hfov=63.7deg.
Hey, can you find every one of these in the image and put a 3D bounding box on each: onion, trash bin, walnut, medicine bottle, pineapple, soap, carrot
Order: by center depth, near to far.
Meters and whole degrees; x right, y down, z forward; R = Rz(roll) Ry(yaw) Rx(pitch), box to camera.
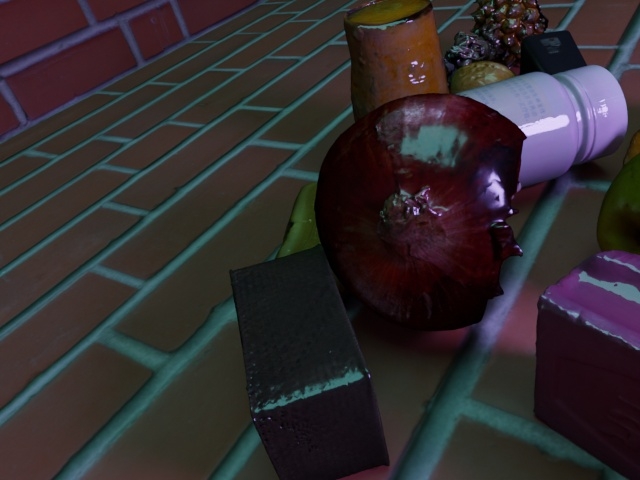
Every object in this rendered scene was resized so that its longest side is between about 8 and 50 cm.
[{"bbox_3d":[0.397,0.172,0.496,0.128,0.233,0.359,-36,41,-23],"label":"soap"},{"bbox_3d":[0.144,-0.052,0.771,0.341,0.341,0.341,-9,37,7],"label":"onion"},{"bbox_3d":[0.363,-0.203,1.007,0.378,0.214,0.214,-15,37,-1],"label":"medicine bottle"},{"bbox_3d":[0.173,-0.341,1.139,0.224,0.341,0.224,-9,36,7],"label":"carrot"},{"bbox_3d":[0.540,-0.357,1.192,0.114,0.165,0.226,-4,41,12],"label":"trash bin"},{"bbox_3d":[0.405,-0.369,1.270,0.180,0.144,0.144,24,51,33],"label":"walnut"},{"bbox_3d":[0.442,-0.542,1.441,0.271,0.263,0.262,-35,40,-6],"label":"pineapple"}]

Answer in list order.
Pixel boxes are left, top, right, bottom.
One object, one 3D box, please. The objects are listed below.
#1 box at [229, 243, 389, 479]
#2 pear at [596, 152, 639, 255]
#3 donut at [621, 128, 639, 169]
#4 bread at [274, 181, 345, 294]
[{"bbox_3d":[-0.021,0.160,0.692,0.143,0.184,0.273,-16,36,-4],"label":"box"},{"bbox_3d":[0.552,-0.040,0.716,0.307,0.253,0.253,-12,35,-17],"label":"pear"},{"bbox_3d":[0.624,-0.131,0.883,0.065,0.162,0.178,-14,37,-43],"label":"donut"},{"bbox_3d":[0.000,0.000,0.964,0.141,0.091,0.305,3,40,10],"label":"bread"}]
